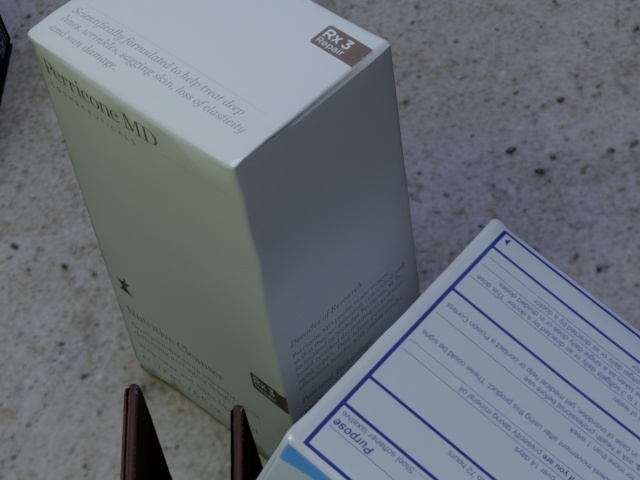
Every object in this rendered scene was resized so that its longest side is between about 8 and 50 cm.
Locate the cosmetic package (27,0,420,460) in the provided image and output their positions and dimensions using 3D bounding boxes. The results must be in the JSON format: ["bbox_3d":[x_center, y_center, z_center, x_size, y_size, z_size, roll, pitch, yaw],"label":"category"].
[{"bbox_3d":[-0.054,-0.015,1.239,0.217,0.385,0.156,32,62,33],"label":"cosmetic package"}]

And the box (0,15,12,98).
[{"bbox_3d":[-0.365,-0.203,1.541,0.060,0.270,0.216,-6,48,8],"label":"box"}]

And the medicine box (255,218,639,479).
[{"bbox_3d":[0.124,0.172,1.092,0.263,0.149,0.289,39,44,8],"label":"medicine box"}]

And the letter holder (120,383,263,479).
[{"bbox_3d":[-0.044,0.254,1.120,0.152,0.214,0.302,-9,49,4],"label":"letter holder"}]
